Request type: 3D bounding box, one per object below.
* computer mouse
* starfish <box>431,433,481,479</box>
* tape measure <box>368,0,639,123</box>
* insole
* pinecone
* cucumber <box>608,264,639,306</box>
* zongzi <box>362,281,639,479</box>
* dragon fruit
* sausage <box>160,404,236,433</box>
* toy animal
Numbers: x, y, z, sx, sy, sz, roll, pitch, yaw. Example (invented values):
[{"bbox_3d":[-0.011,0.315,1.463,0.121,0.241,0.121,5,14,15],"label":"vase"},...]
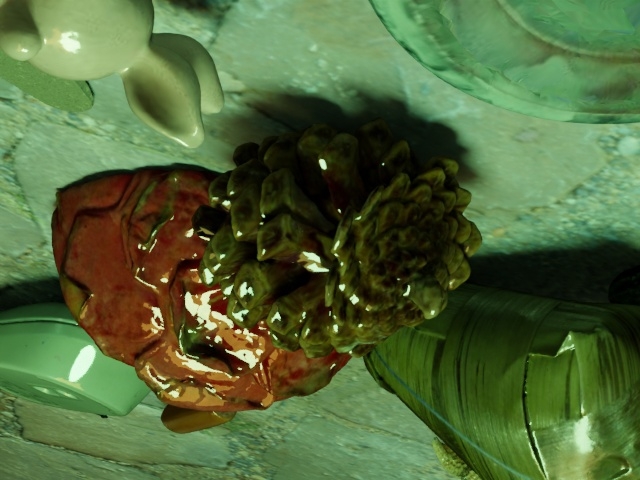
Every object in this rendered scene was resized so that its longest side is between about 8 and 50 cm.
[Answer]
[{"bbox_3d":[-0.281,0.115,1.594,0.159,0.097,0.288,29,163,-34],"label":"computer mouse"},{"bbox_3d":[0.225,0.221,1.623,0.277,0.062,0.236,31,145,-25],"label":"starfish"},{"bbox_3d":[0.141,-0.178,0.649,0.275,0.147,0.256,-29,134,32],"label":"tape measure"},{"bbox_3d":[-0.234,-0.147,1.106,0.063,0.010,0.192,-4,150,32],"label":"insole"},{"bbox_3d":[-0.001,0.002,1.111,0.212,0.169,0.185,-3,153,32],"label":"pinecone"},{"bbox_3d":[0.293,0.026,1.152,0.058,0.052,0.214,51,147,-8],"label":"cucumber"},{"bbox_3d":[0.169,0.185,1.260,0.286,0.138,0.300,8,114,48],"label":"zongzi"},{"bbox_3d":[-0.083,0.054,1.291,0.317,0.152,0.205,20,153,-13],"label":"dragon fruit"},{"bbox_3d":[-0.144,0.200,1.765,0.039,0.041,0.131,22,155,-29],"label":"sausage"},{"bbox_3d":[-0.145,-0.149,0.946,0.212,0.124,0.124,20,155,-13],"label":"toy animal"}]
